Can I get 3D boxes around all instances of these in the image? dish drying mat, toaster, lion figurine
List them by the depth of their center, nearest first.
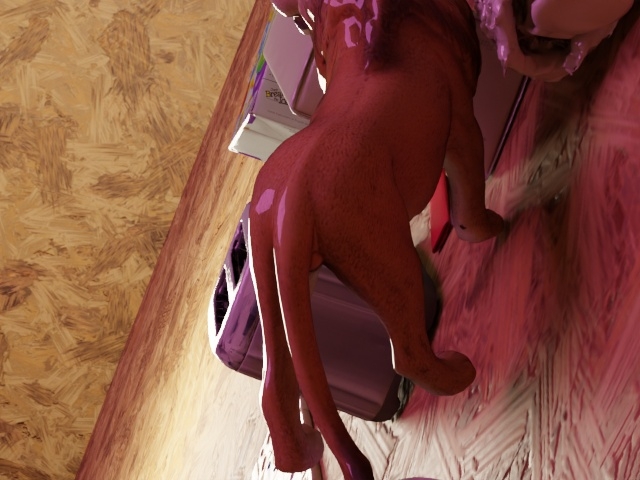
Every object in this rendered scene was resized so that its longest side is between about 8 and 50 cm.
[{"bbox_3d":[0.027,-0.048,0.961,0.392,0.142,0.240,-80,-21,-56],"label":"lion figurine"},{"bbox_3d":[-0.002,0.051,1.235,0.227,0.146,0.129,-107,36,-73],"label":"toaster"},{"bbox_3d":[0.094,-0.024,1.255,0.083,0.008,0.032,-89,20,-57],"label":"dish drying mat"}]

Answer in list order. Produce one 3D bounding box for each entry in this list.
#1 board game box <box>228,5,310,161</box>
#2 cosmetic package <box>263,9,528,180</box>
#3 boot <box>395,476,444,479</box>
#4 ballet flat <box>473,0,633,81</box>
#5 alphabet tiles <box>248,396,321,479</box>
[{"bbox_3d":[0.024,-0.209,1.568,0.142,0.144,0.275,139,149,-74],"label":"board game box"},{"bbox_3d":[0.052,-0.151,1.279,0.309,0.160,0.113,-118,48,-75],"label":"cosmetic package"},{"bbox_3d":[0.024,0.239,0.944,0.244,0.088,0.176,146,140,-68],"label":"boot"},{"bbox_3d":[0.174,-0.214,0.850,0.409,0.147,0.147,112,173,-63],"label":"ballet flat"},{"bbox_3d":[-0.059,0.302,1.475,0.342,0.011,0.285,-104,34,-72],"label":"alphabet tiles"}]
